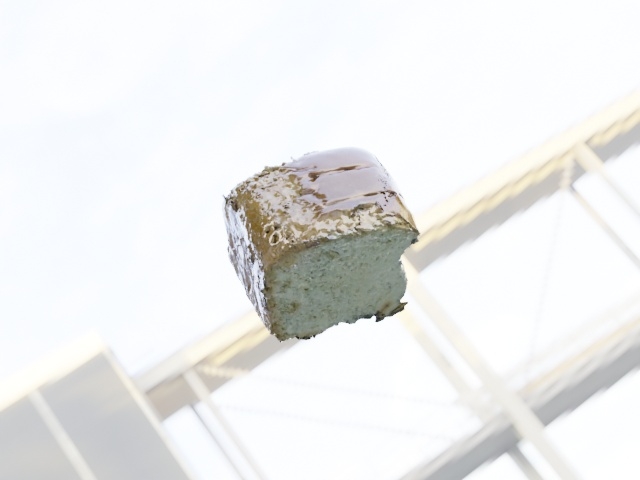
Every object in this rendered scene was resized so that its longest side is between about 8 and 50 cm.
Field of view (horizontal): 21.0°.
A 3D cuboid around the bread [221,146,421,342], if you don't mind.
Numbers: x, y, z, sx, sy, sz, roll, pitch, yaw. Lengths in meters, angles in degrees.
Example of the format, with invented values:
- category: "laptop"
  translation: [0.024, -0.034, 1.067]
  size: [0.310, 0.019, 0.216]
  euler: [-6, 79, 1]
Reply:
- category: "bread"
  translation: [-0.001, -0.002, 0.824]
  size: [0.083, 0.070, 0.076]
  euler: [-18, -38, -14]
